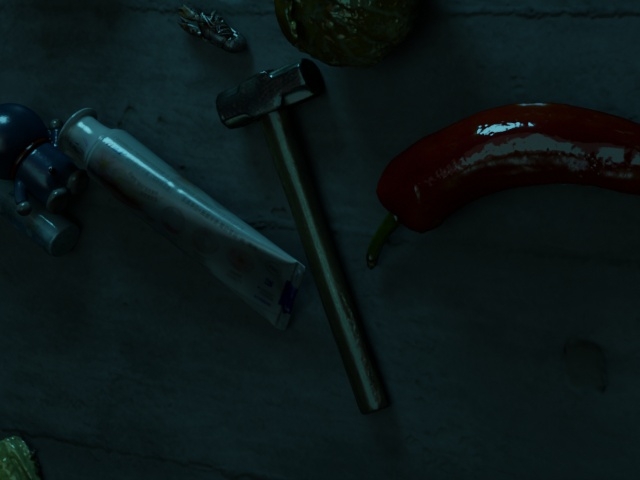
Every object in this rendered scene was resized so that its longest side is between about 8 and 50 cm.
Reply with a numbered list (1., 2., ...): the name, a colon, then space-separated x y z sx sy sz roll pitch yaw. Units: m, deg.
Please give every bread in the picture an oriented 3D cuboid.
1. bread: -0.411 0.324 1.750 0.140 0.169 0.160 63 159 10

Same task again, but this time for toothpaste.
1. toothpaste: -0.147 -0.030 1.556 0.323 0.066 0.100 38 134 19

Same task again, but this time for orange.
1. orange: 0.023 -0.239 1.400 0.157 0.134 0.156 2 93 41

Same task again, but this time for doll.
1. doll: -0.333 -0.097 1.642 0.152 0.085 0.114 38 69 10

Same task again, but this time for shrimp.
1. shrimp: -0.119 -0.225 1.534 0.092 0.038 0.029 23 63 26

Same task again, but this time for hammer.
1. hammer: 0.000 0.000 1.494 0.111 0.043 0.365 -20 88 28

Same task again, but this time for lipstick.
1. lipstick: -0.346 -0.042 1.675 0.158 0.048 0.048 36 111 21

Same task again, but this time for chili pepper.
1. chili pepper: 0.181 -0.058 1.357 0.369 0.092 0.137 -9 102 32
